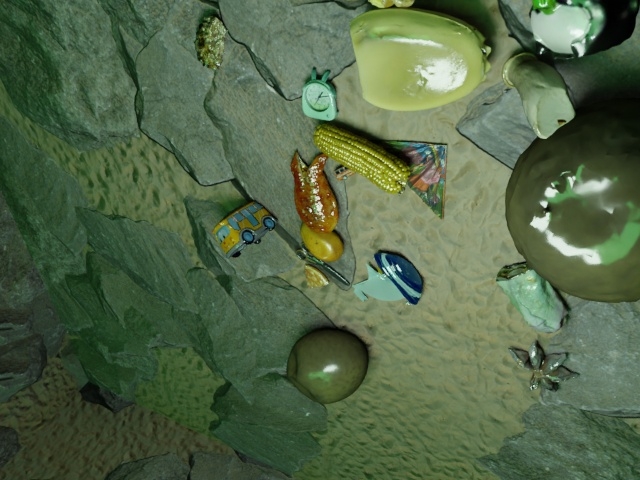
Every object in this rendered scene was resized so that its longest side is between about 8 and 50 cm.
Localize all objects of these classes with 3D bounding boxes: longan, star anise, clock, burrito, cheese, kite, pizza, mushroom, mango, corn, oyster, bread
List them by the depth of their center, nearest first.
[{"bbox_3d":[0.598,-0.077,1.218,0.404,0.404,0.435,13,132,25],"label":"longan"},{"bbox_3d":[0.461,-0.319,1.220,0.096,0.246,0.108,-9,135,2],"label":"mushroom"},{"bbox_3d":[0.231,-0.412,1.335,0.316,0.128,0.259,4,147,18],"label":"cheese"},{"bbox_3d":[0.000,-0.401,1.590,0.101,0.041,0.134,17,132,22],"label":"clock"},{"bbox_3d":[0.108,-0.234,1.599,0.313,0.102,0.101,31,136,12],"label":"corn"},{"bbox_3d":[0.273,-0.197,1.601,0.321,0.016,0.234,45,135,-7],"label":"kite"},{"bbox_3d":[0.601,0.167,1.634,0.144,0.089,0.228,-24,107,46],"label":"burrito"},{"bbox_3d":[-0.318,-0.568,1.657,0.105,0.056,0.177,49,141,0],"label":"oyster"},{"bbox_3d":[0.686,0.395,1.780,0.172,0.063,0.207,-15,116,39],"label":"star anise"},{"bbox_3d":[-0.022,-0.142,1.783,0.140,0.095,0.268,0,121,25],"label":"bread"},{"bbox_3d":[0.000,0.006,1.893,0.165,0.089,0.115,28,136,17],"label":"mango"},{"bbox_3d":[-0.023,0.122,2.053,0.100,0.029,0.099,-19,105,39],"label":"pizza"},{"bbox_3d":[0.021,0.460,2.136,0.288,0.288,0.350,46,147,-8],"label":"longan"}]

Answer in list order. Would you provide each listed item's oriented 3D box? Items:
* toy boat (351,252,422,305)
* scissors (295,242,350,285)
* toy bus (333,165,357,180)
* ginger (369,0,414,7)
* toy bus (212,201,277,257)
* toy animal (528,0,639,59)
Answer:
[{"bbox_3d":[0.198,0.149,1.904,0.220,0.067,0.291,48,139,-10],"label":"toy boat"},{"bbox_3d":[0.014,0.088,2.004,0.220,0.017,0.088,37,133,1],"label":"scissors"},{"bbox_3d":[0.088,-0.211,1.698,0.110,0.031,0.043,-22,104,43],"label":"toy bus"},{"bbox_3d":[0.127,-0.582,1.283,0.216,0.157,0.102,26,159,17],"label":"ginger"},{"bbox_3d":[-0.260,-0.042,1.947,0.136,0.209,0.126,51,137,2],"label":"toy bus"},{"bbox_3d":[0.484,-0.486,1.080,0.213,0.212,0.266,-2,127,35],"label":"toy animal"}]
